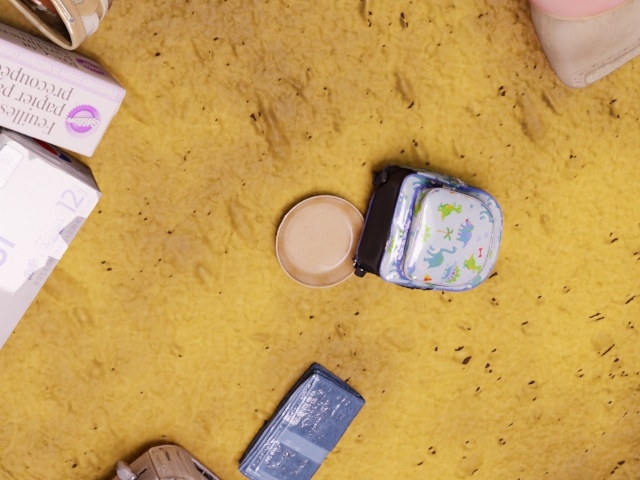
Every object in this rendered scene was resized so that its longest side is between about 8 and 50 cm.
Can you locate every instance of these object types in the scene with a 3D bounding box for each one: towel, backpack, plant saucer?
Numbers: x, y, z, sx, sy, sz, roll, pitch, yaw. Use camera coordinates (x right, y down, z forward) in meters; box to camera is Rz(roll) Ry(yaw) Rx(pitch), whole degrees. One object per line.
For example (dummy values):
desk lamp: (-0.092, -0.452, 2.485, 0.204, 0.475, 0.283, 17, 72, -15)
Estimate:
towel: (-0.016, 0.175, 1.061, 0.067, 0.029, 0.119, 35, 93, -21)
backpack: (0.102, -0.005, 1.011, 0.114, 0.084, 0.105, 9, 100, -30)
plant saucer: (0.000, 0.000, 1.026, 0.083, 0.015, 0.083, -4, 105, -15)

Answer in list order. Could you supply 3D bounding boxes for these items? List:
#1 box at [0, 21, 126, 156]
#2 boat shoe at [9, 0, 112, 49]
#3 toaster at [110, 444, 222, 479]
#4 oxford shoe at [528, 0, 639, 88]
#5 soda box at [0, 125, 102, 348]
box: (-0.294, -0.144, 0.823, 0.324, 0.067, 0.063, 20, 107, -39)
boat shoe: (-0.239, -0.216, 0.863, 0.190, 0.068, 0.072, 38, 49, -20)
toaster: (-0.117, 0.286, 1.012, 0.146, 0.129, 0.227, -45, 109, -2)
oxford shoe: (0.330, -0.282, 1.002, 0.397, 0.140, 0.146, -34, 141, -9)
soda box: (-0.288, 0.047, 0.917, 0.091, 0.098, 0.286, 32, 95, -22)
